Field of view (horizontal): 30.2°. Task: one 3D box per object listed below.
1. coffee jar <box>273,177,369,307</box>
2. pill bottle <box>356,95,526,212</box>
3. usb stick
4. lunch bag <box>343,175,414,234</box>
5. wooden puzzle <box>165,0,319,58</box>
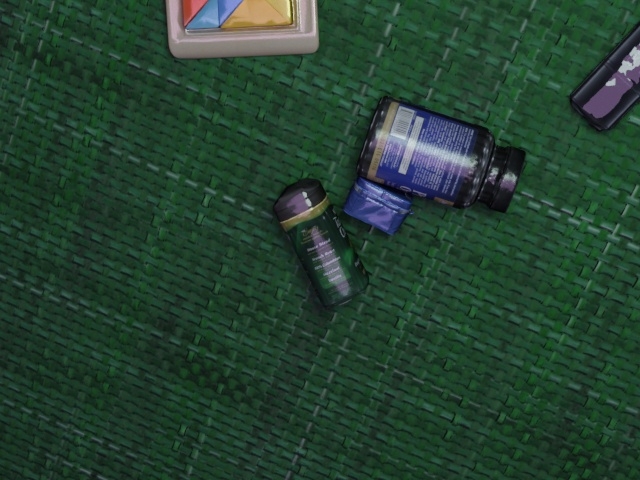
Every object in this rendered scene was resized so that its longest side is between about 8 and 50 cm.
[{"bbox_3d":[0.000,0.000,1.746,0.079,0.096,0.184,-25,102,11],"label":"coffee jar"},{"bbox_3d":[0.171,-0.116,1.674,0.219,0.123,0.122,19,108,3],"label":"pill bottle"},{"bbox_3d":[0.459,-0.268,1.631,0.077,0.045,0.278,43,107,2],"label":"usb stick"},{"bbox_3d":[0.090,-0.058,1.731,0.098,0.067,0.065,25,108,-1],"label":"lunch bag"},{"bbox_3d":[-0.117,-0.378,1.681,0.221,0.044,0.238,-1,106,8],"label":"wooden puzzle"}]
